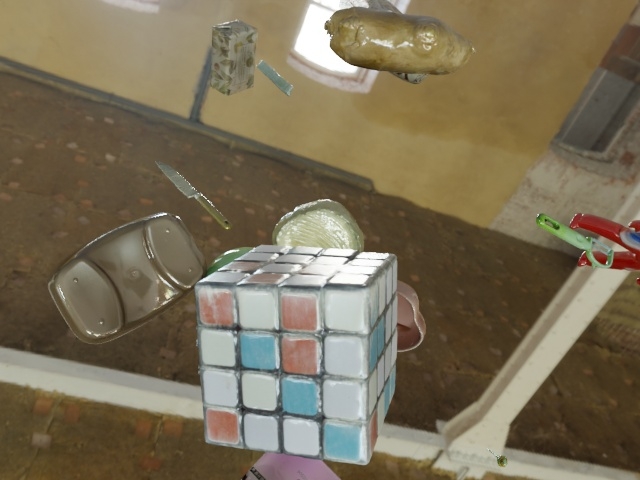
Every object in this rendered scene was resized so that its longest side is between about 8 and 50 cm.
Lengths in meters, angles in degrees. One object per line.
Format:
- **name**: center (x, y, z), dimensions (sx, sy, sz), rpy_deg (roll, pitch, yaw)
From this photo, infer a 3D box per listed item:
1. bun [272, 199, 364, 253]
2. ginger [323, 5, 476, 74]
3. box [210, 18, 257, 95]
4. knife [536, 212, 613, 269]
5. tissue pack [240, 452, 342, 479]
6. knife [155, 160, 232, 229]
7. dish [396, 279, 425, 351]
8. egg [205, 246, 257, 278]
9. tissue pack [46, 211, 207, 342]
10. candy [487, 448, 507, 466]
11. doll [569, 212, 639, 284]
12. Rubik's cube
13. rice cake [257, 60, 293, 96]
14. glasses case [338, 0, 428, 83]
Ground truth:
- **bun**: center (0.000, 0.000, 1.589), dimensions (0.259, 0.260, 0.152), rpy_deg (21, -160, -8)
- **ginger**: center (0.096, -0.237, 0.674), dimensions (0.189, 0.069, 0.095), rpy_deg (8, -150, -2)
- **box**: center (-0.128, -0.268, 0.827), dimensions (0.045, 0.098, 0.062), rpy_deg (33, -133, 25)
- **knife**: center (0.445, 0.006, 0.983), dimensions (0.212, 0.055, 0.015), rpy_deg (24, 165, -28)
- **tissue pack**: center (-0.036, 0.555, 1.228), dimensions (0.246, 0.093, 0.148), rpy_deg (41, -131, 13)
- **knife**: center (-0.354, -0.129, 1.547), dimensions (0.298, 0.017, 0.047), rpy_deg (44, -133, 13)
- **dish**: center (0.192, 0.181, 1.476), dimensions (0.213, 0.214, 0.090), rpy_deg (35, -136, 19)
- **egg**: center (-0.221, 0.130, 1.660), dimensions (0.220, 0.221, 0.269), rpy_deg (38, -163, 25)
- **tissue pack**: center (-0.525, 0.097, 1.539), dimensions (0.387, 0.268, 0.276), rpy_deg (-33, -167, -25)
- **candy**: center (0.408, 0.502, 1.305), dimensions (0.025, 0.023, 0.083), rpy_deg (61, 170, -3)
- **doll**: center (0.736, 0.037, 1.202), dimensions (0.383, 0.188, 0.099), rpy_deg (13, -127, 48)
- **Rubik's cube**: center (-0.021, 0.156, 0.873), dimensions (0.253, 0.259, 0.256), rpy_deg (4, -168, 15)
- **rice cake**: center (-0.138, -0.502, 1.736), dimensions (0.171, 0.033, 0.029), rpy_deg (47, -175, 28)
- **glasses case**: center (0.107, -0.363, 0.972), dimensions (0.137, 0.085, 0.355), rpy_deg (34, -156, -23)
